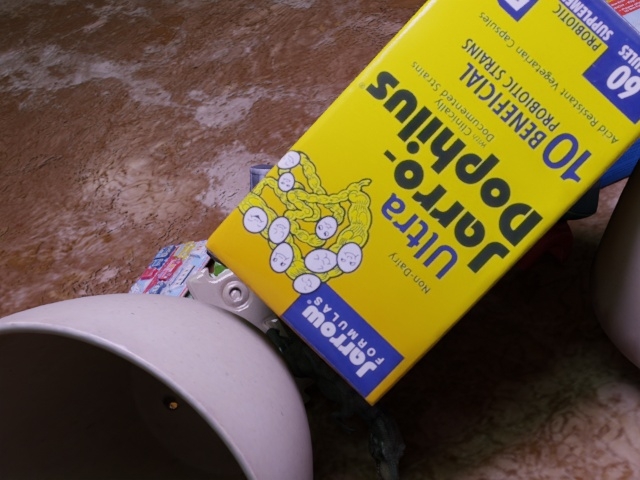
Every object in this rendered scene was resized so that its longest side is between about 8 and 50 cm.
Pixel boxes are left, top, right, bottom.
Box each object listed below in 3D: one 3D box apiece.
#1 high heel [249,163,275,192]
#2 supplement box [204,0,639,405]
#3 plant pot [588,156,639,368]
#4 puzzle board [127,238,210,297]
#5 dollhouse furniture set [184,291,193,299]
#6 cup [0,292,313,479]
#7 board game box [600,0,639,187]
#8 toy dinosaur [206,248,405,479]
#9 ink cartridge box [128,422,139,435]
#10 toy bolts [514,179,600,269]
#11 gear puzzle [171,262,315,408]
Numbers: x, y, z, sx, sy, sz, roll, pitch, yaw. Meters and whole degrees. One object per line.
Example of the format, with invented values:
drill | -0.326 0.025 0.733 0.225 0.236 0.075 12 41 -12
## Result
high heel | 0.000 0.000 1.149 0.093 0.186 0.261 10 12 37
supplement box | 0.103 -0.063 0.849 0.356 0.194 0.195 -47 -3 6
plant pot | 0.364 -0.044 0.787 0.256 0.274 0.256 -3 45 3
puzzle board | -0.184 0.038 1.199 0.096 0.011 0.128 -11 30 29
dollhouse furniture set | -0.142 0.083 1.105 0.152 0.058 0.076 21 53 42
cup | -0.138 0.177 0.814 0.331 0.331 0.237 -4 17 23
board game box | 0.356 -0.209 1.206 0.308 0.086 0.302 -23 36 -3
toy dinosaur | -0.010 0.111 0.924 0.064 0.118 0.268 -41 84 -14
ink cartridge box | -0.247 0.195 1.010 0.150 0.063 0.109 -18 36 5
toy bolts | 0.179 -0.093 0.998 0.228 0.158 0.218 41 32 28
gear puzzle | -0.039 0.080 1.013 0.339 0.175 0.044 -30 -8 -12
